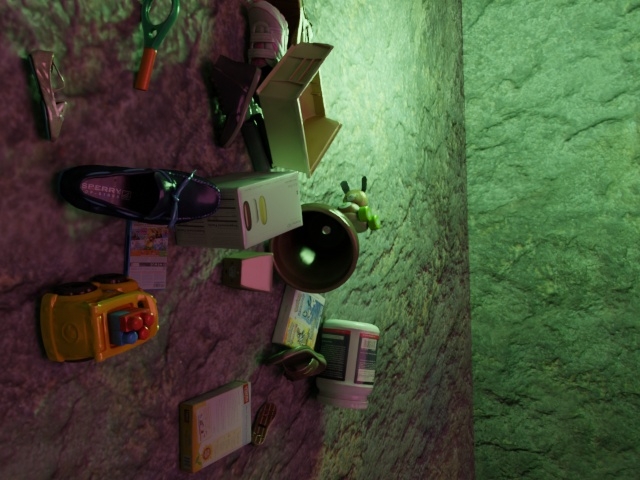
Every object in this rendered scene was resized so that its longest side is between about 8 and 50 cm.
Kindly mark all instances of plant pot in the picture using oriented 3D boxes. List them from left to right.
[{"bbox_3d":[-0.198,0.083,1.725,0.096,0.109,0.108,3,90,-47],"label":"plant pot"},{"bbox_3d":[0.000,0.000,1.948,0.229,0.263,0.262,-54,139,-70],"label":"plant pot"}]

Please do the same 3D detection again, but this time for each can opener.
[{"bbox_3d":[-0.162,-0.311,1.757,0.076,0.095,0.283,-51,134,-45],"label":"can opener"}]

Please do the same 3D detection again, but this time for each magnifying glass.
[{"bbox_3d":[-0.365,-0.441,1.421,0.026,0.092,0.230,8,96,-63],"label":"magnifying glass"}]

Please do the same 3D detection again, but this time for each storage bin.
[{"bbox_3d":[-0.044,-0.358,1.766,0.262,0.123,0.260,80,32,-47],"label":"storage bin"}]

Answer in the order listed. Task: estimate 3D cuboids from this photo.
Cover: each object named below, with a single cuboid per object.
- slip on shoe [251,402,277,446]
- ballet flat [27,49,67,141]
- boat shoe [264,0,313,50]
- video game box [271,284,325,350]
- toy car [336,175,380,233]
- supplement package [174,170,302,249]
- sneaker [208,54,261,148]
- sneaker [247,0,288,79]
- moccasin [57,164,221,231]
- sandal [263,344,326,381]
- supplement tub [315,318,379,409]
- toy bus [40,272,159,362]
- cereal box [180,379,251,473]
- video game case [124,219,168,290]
[{"bbox_3d":[-0.164,0.530,1.875,0.041,0.052,0.135,119,-8,-50],"label":"slip on shoe"},{"bbox_3d":[-0.497,-0.268,1.210,0.052,0.057,0.168,-14,107,-22],"label":"ballet flat"},{"bbox_3d":[-0.083,-0.590,1.861,0.123,0.123,0.341,-52,139,-56],"label":"boat shoe"},{"bbox_3d":[-0.064,0.244,2.020,0.187,0.048,0.205,39,59,-52],"label":"video game box"},{"bbox_3d":[0.110,-0.129,2.201,0.149,0.155,0.188,37,51,-55],"label":"toy car"},{"bbox_3d":[-0.199,-0.080,1.602,0.262,0.204,0.145,-27,116,-57],"label":"supplement package"},{"bbox_3d":[-0.243,-0.350,1.651,0.083,0.118,0.221,-127,-122,-73],"label":"sneaker"},{"bbox_3d":[-0.144,-0.517,1.765,0.111,0.103,0.252,-51,134,-48],"label":"sneaker"},{"bbox_3d":[-0.349,-0.081,1.328,0.342,0.117,0.137,-3,99,-37],"label":"moccasin"},{"bbox_3d":[-0.057,0.378,1.951,0.303,0.120,0.086,34,36,-57],"label":"sandal"},{"bbox_3d":[0.087,0.404,2.147,0.191,0.191,0.272,23,72,-58],"label":"supplement tub"},{"bbox_3d":[-0.394,0.151,1.278,0.220,0.212,0.149,-18,107,-60],"label":"toy bus"},{"bbox_3d":[-0.265,0.473,1.685,0.240,0.047,0.172,-6,97,-60],"label":"cereal box"},{"bbox_3d":[-0.390,0.029,1.468,0.119,0.015,0.166,4,89,-59],"label":"video game case"}]
